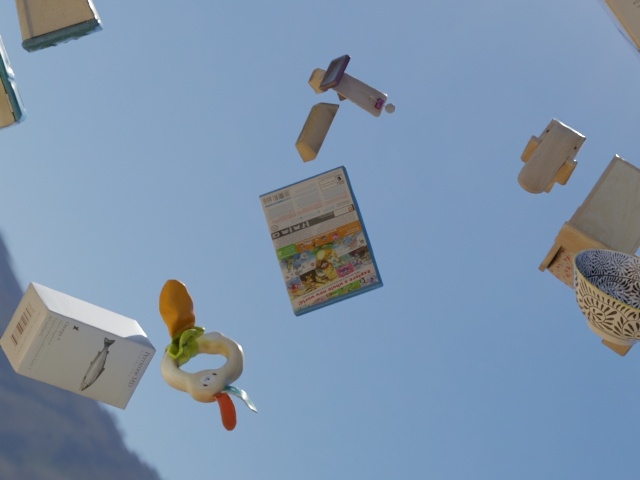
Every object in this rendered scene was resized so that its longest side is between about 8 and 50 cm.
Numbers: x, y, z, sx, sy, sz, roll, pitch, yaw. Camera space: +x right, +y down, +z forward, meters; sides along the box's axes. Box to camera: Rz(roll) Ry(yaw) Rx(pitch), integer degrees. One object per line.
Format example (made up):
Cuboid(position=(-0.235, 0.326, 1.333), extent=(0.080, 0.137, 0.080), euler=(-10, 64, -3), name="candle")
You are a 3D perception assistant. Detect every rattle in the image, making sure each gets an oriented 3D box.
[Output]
Cuboid(position=(-0.161, 0.163, 2.350), extent=(0.200, 0.130, 0.143), euler=(-123, -140, -58), name="rattle")

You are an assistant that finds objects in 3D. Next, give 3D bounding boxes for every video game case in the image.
Cuboid(position=(0.000, 0.000, 2.049), extent=(0.015, 0.119, 0.166), euler=(50, 21, -71), name="video game case")

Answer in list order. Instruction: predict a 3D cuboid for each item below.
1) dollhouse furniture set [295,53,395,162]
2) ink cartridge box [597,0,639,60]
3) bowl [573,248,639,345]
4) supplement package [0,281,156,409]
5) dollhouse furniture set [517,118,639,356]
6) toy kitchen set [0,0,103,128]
Cuboid(position=(0.021, -0.120, 1.697), extent=(0.081, 0.114, 0.091), euler=(29, -15, -19), name="dollhouse furniture set")
Cuboid(position=(0.447, -0.324, 1.941), extent=(0.307, 0.223, 0.129), euler=(47, 10, -31), name="ink cartridge box")
Cuboid(position=(0.402, 0.087, 2.147), extent=(0.170, 0.170, 0.080), euler=(45, -55, 43), name="bowl")
Cuboid(position=(-0.343, 0.149, 2.292), extent=(0.179, 0.105, 0.105), euler=(23, 10, -31), name="supplement package")
Cuboid(position=(0.383, 0.043, 2.484), extent=(0.303, 0.174, 0.355), euler=(33, -36, 9), name="dollhouse furniture set")
Cuboid(position=(-0.305, -0.198, 1.723), extent=(0.207, 0.166, 0.122), euler=(-135, -152, -86), name="toy kitchen set")
